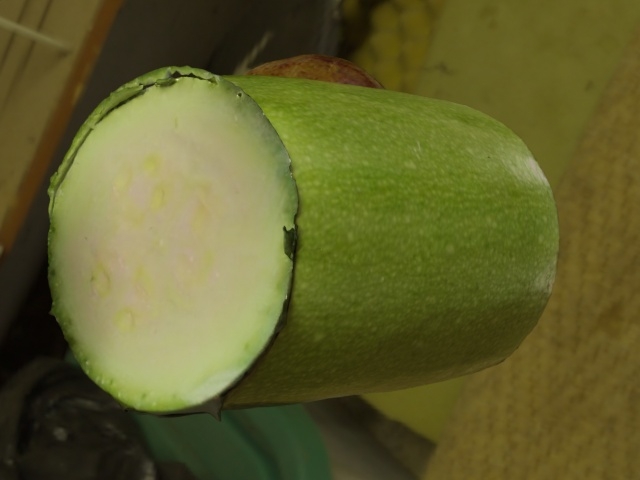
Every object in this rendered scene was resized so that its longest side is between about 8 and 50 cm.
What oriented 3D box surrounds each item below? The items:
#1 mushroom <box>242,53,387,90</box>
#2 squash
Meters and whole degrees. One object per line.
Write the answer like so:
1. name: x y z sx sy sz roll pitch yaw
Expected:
1. mushroom: 0.004 -0.079 1.383 0.267 0.267 0.254 -37 24 36
2. squash: 0.000 0.000 1.065 0.263 0.384 0.263 0 90 38
